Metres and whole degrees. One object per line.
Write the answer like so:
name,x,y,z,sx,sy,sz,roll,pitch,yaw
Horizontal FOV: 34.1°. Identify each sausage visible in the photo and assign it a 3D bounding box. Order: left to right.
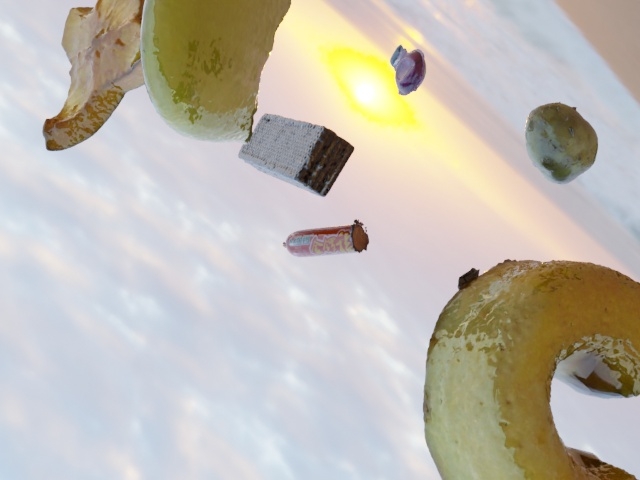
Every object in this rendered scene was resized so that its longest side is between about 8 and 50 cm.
sausage,0.000,0.000,1.494,0.145,0.048,0.050,-5,140,39

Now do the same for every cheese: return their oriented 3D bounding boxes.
cheese,0.164,-0.326,1.978,0.038,0.095,0.145,16,-153,-27

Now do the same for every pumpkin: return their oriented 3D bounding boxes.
pumpkin,-0.361,-0.319,1.739,0.095,0.290,0.258,20,-136,-49

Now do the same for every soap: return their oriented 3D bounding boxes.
soap,-0.133,-0.290,1.476,0.115,0.306,0.427,15,-175,17

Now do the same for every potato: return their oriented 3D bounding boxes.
potato,0.321,-0.125,1.380,0.138,0.091,0.070,38,-176,-41

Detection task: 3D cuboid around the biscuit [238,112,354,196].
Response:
biscuit,-0.054,-0.163,1.915,0.073,0.107,0.388,32,179,-23

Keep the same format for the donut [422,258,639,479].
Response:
donut,0.324,0.223,1.398,0.377,0.435,0.163,24,161,-25
